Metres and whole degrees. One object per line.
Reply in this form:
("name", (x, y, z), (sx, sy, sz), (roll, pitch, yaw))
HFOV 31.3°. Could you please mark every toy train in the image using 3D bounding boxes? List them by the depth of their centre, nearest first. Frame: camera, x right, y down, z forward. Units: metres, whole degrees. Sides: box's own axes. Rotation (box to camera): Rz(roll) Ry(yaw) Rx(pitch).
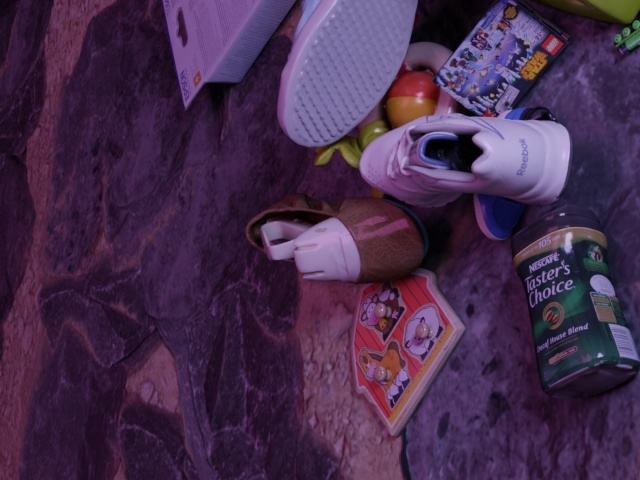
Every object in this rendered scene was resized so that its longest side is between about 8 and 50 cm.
("toy train", (0.337, -0.220, 1.176), (0.083, 0.017, 0.024), (-38, 60, 43))

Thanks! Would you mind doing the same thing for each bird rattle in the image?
("bird rattle", (0.106, -0.174, 1.444), (0.207, 0.143, 0.253), (3, 68, 44))

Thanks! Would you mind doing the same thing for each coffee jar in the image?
("coffee jar", (0.252, 0.059, 1.147), (0.096, 0.079, 0.184), (-39, 49, 42))

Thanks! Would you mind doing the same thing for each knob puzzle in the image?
("knob puzzle", (0.085, 0.114, 1.414), (0.213, 0.030, 0.213), (-24, 60, 50))

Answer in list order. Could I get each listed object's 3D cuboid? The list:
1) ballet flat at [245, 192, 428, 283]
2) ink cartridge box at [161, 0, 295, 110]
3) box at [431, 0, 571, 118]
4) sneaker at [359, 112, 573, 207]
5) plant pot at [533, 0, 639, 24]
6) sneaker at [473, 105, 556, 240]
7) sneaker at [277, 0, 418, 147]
("ballet flat", (0.000, 0.000, 1.462), (0.342, 0.124, 0.116), (17, 122, 60))
("ink cartridge box", (-0.152, -0.433, 1.912), (0.330, 0.071, 0.324), (-49, 43, 39))
("box", (0.204, -0.206, 1.299), (0.137, 0.094, 0.027), (-52, 3, 33))
("sneaker", (0.130, -0.096, 1.230), (0.297, 0.129, 0.111), (-1, 84, 56))
("plant pot", (0.235, -0.383, 1.211), (0.227, 0.207, 0.228), (37, 108, 54))
("sneaker", (0.220, -0.076, 1.257), (0.084, 0.058, 0.152), (-5, 68, 63))
("sneaker", (0.034, -0.292, 1.382), (0.366, 0.135, 0.150), (-65, 30, 6))
